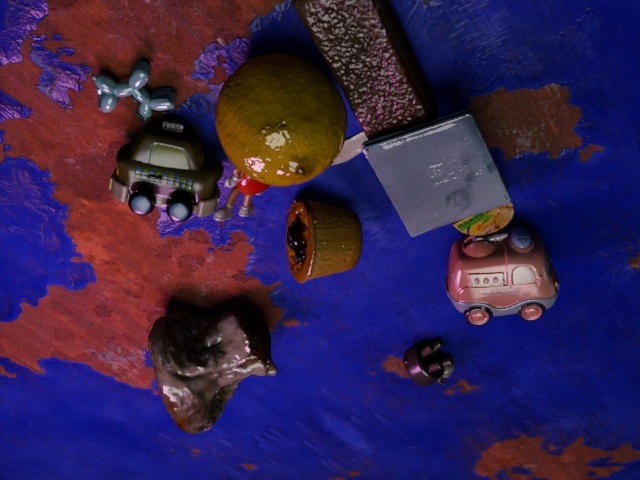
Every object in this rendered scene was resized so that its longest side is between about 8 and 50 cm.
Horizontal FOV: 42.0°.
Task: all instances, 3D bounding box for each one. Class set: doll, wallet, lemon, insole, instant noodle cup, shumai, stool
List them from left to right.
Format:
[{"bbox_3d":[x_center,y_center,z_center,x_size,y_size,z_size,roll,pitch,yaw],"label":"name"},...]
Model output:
[{"bbox_3d":[-0.411,-0.319,1.800,0.159,0.059,0.159,-26,133,26],"label":"doll"},{"bbox_3d":[-0.291,0.342,2.379,0.324,0.324,0.397,-21,141,3],"label":"shumai"},{"bbox_3d":[-0.159,-0.146,1.932,0.217,0.085,0.183,-57,159,22],"label":"doll"},{"bbox_3d":[-0.081,-0.247,1.708,0.293,0.293,0.293,1,138,1],"label":"lemon"},{"bbox_3d":[0.064,-0.215,1.943,0.192,0.010,0.063,-23,133,25],"label":"insole"},{"bbox_3d":[0.340,0.373,2.519,0.217,0.125,0.121,26,132,-38],"label":"stool"},{"bbox_3d":[0.258,-0.145,1.817,0.252,0.054,0.290,-17,130,19],"label":"wallet"},{"bbox_3d":[0.377,-0.104,1.979,0.152,0.122,0.151,2,140,1],"label":"instant noodle cup"}]

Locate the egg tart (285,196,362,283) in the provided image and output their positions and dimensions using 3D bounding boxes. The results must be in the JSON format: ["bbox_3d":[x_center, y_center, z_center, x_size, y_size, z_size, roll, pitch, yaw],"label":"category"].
[{"bbox_3d":[0.000,0.000,2.056,0.171,0.215,0.215,0,140,-20],"label":"egg tart"}]

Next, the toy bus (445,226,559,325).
[{"bbox_3d":[0.461,0.071,2.140,0.288,0.194,0.232,-7,125,10],"label":"toy bus"}]

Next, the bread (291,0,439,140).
[{"bbox_3d":[0.101,-0.370,1.694,0.165,0.113,0.416,-17,134,18],"label":"bread"}]

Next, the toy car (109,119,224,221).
[{"bbox_3d":[-0.340,-0.173,1.893,0.248,0.204,0.198,11,115,-8],"label":"toy car"}]
